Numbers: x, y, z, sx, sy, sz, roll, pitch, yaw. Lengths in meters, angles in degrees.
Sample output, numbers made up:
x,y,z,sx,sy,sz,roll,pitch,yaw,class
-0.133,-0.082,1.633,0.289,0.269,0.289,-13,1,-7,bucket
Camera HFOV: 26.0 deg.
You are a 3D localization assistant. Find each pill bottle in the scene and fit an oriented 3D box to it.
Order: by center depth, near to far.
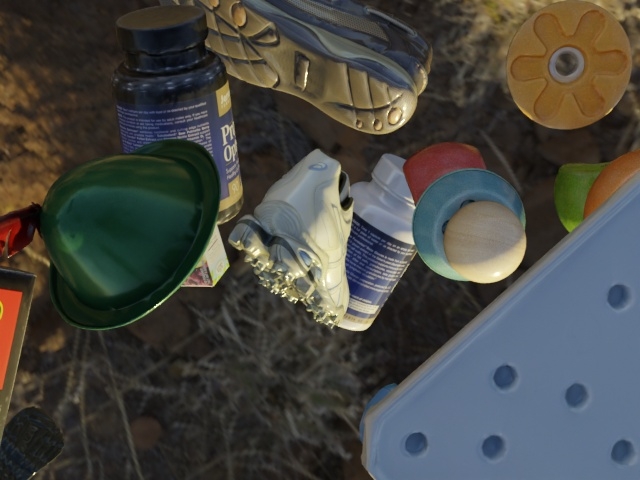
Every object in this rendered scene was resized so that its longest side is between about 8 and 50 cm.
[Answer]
x,y,z,sx,sy,sz,roll,pitch,yaw,class
0.051,0.000,1.416,0.094,0.094,0.169,22,110,-28,pill bottle
-0.153,-0.129,1.454,0.122,0.123,0.219,-14,116,-17,pill bottle

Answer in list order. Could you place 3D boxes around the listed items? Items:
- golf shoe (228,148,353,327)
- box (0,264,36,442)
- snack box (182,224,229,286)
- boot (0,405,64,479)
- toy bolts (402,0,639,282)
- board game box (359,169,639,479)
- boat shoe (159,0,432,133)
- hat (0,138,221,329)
x,y,z,sx,sy,sz,roll,pitch,yaw,class
0.000,0.000,0.878,0.069,0.176,0.086,30,80,11,golf shoe
-0.158,0.110,0.354,0.159,0.044,0.233,16,85,-66,box
-0.161,-0.009,1.231,0.141,0.037,0.100,0,122,24,snack box
-0.374,0.272,1.407,0.161,0.246,0.083,-40,87,31,boot
0.173,-0.054,1.045,0.228,0.158,0.218,-19,106,-2,toy bolts
0.269,0.091,0.591,0.390,0.050,0.390,-41,104,-7,board game box
-0.030,-0.252,1.625,0.130,0.355,0.132,-54,170,-35,boat shoe
-0.196,-0.042,1.056,0.173,0.208,0.183,-22,137,24,hat
